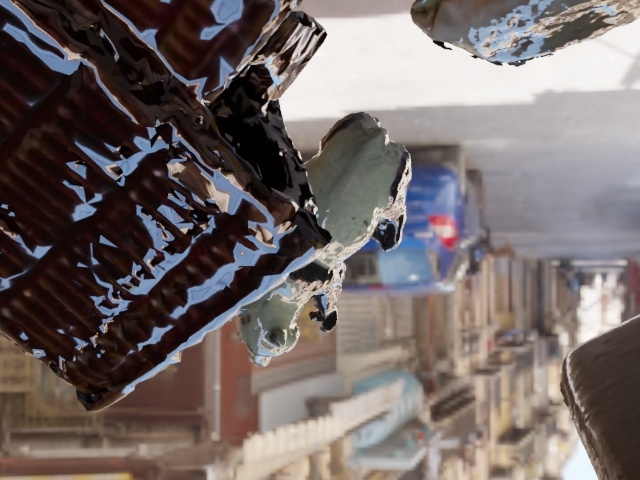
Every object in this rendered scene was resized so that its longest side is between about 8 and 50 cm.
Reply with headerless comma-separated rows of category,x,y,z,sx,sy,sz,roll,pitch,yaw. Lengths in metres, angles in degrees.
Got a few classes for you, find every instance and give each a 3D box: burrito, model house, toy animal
burrito,0.231,-0.222,0.792,0.348,0.107,0.175,-28,178,34
model house,-0.083,-0.098,0.549,0.317,0.282,0.297,-41,166,30
toy animal,0.000,0.000,0.934,0.094,0.225,0.121,37,180,12

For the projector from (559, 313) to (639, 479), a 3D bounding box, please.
projector,0.415,0.154,0.866,0.395,0.242,0.405,-27,-172,8
